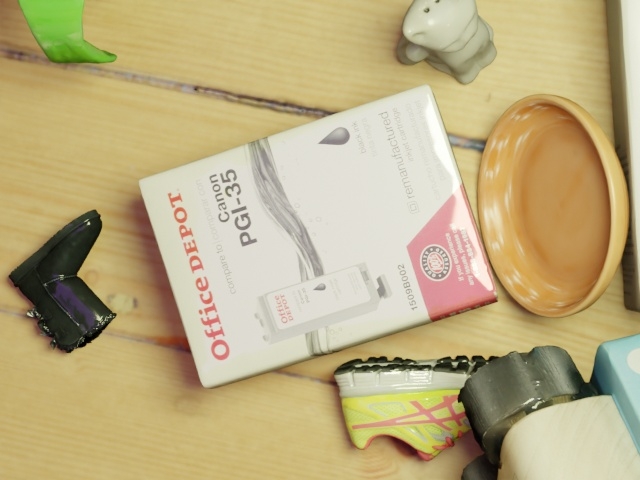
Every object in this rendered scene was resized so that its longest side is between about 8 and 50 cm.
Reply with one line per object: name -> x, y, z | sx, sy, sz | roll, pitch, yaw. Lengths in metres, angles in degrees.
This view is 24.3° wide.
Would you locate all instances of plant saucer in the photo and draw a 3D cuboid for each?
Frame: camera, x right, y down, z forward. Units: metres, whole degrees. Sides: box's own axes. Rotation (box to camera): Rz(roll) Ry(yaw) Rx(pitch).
plant saucer -> 0.211, -0.031, 1.326 | 0.037, 0.200, 0.200 | -5, 88, -28

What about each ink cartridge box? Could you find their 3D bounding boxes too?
ink cartridge box -> 0.000, 0.000, 1.370 | 0.283, 0.117, 0.207 | -18, 87, 6

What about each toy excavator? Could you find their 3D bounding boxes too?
toy excavator -> 0.357, 0.158, 1.216 | 0.445, 0.433, 0.222 | -13, 52, -10

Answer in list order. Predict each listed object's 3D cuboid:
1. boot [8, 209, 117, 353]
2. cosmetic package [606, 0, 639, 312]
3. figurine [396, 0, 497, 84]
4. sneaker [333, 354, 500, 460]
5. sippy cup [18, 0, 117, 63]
boot -> -0.234, 0.042, 1.434 | 0.121, 0.045, 0.099 | -40, 83, 12
cosmetic package -> 0.358, -0.123, 1.311 | 0.197, 0.155, 0.365 | -2, 88, 6
figurine -> 0.152, -0.234, 1.309 | 0.092, 0.209, 0.215 | 45, 94, 6
sneaker -> 0.118, 0.158, 1.380 | 0.208, 0.081, 0.094 | 0, 96, 13
sippy cup -> -0.216, -0.330, 1.347 | 0.240, 0.224, 0.305 | 36, 94, 5
